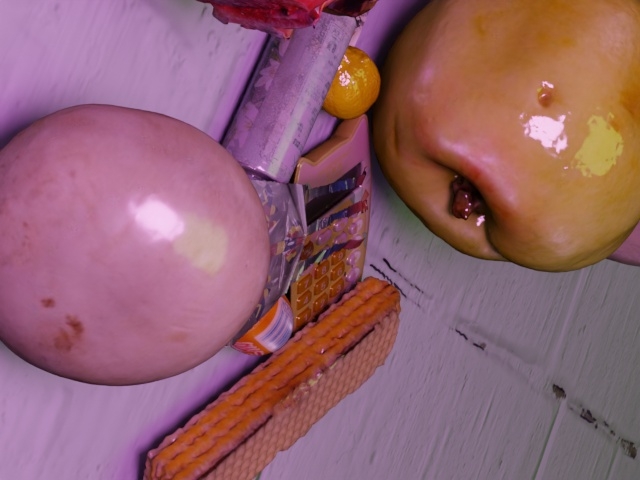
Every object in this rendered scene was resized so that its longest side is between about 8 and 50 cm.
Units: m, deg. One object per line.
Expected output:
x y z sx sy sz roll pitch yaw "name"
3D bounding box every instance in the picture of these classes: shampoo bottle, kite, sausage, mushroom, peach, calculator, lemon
-0.038 -0.107 1.093 0.214 0.072 0.072 -67 150 -12 "shampoo bottle"
-0.019 -0.003 1.095 0.245 0.015 0.141 -26 128 -55 "kite"
-0.081 0.042 1.090 0.071 0.071 0.234 -65 149 -16 "sausage"
-0.137 -0.009 0.882 0.204 0.204 0.204 -35 133 -48 "mushroom"
0.199 -0.129 1.266 0.314 0.281 0.315 57 47 -50 "peach"
0.000 0.000 1.251 0.157 0.033 0.236 -39 139 -47 "calculator"
0.021 -0.147 1.176 0.065 0.065 0.092 -60 153 -22 "lemon"

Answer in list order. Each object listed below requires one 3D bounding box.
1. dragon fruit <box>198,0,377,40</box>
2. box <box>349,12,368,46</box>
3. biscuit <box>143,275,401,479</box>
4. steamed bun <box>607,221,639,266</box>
-0.026 -0.300 0.841 0.269 0.250 0.291 28 85 -42 "dragon fruit"
0.026 -0.223 1.186 0.083 0.024 0.054 -67 152 -11 "box"
-0.040 0.154 1.205 0.379 0.054 0.094 -37 149 -44 "biscuit"
0.348 -0.143 1.552 0.342 0.255 0.367 53 40 -62 "steamed bun"
